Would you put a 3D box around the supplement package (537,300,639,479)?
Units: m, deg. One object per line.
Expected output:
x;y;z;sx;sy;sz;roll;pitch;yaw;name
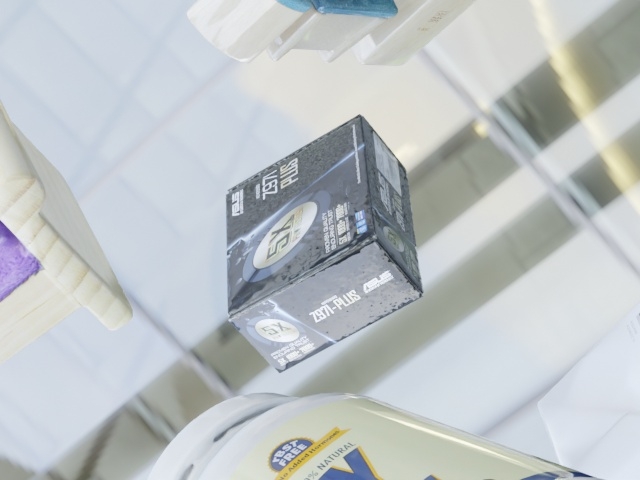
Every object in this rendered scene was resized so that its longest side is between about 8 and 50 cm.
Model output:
0.312;0.126;1.330;0.145;0.262;0.204;23;-147;-30;supplement package

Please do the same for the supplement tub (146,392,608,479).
0.049;0.229;1.195;0.235;0.235;0.325;25;173;-41;supplement tub

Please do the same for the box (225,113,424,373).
0.000;0.000;1.593;0.077;0.147;0.180;48;-157;-32;box

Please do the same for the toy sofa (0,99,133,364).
-0.296;0.052;0.956;0.177;0.362;0.150;53;-178;-40;toy sofa

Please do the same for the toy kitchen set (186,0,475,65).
-0.003;-0.220;1.260;0.207;0.122;0.166;-5;-118;-51;toy kitchen set
